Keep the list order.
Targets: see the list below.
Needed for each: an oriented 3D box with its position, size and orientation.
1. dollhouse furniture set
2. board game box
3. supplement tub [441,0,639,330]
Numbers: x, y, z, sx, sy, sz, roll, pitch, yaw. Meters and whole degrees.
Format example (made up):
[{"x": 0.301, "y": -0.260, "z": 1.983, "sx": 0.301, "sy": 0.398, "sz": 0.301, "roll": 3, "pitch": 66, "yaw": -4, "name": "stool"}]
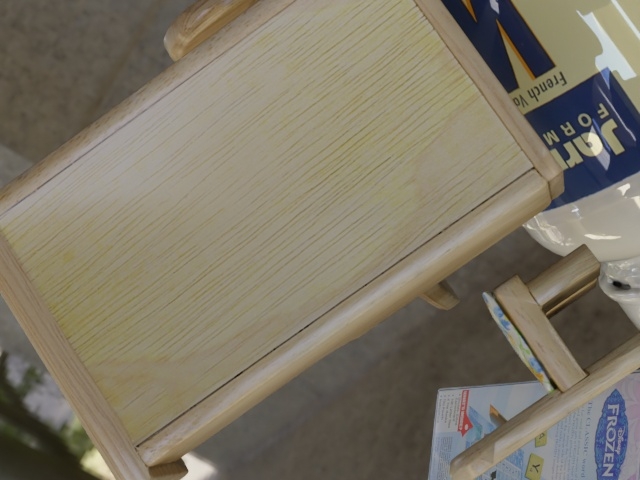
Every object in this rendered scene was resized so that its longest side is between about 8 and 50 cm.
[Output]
[{"x": 0.000, "y": 0.000, "z": 0.533, "sx": 0.161, "sy": 0.212, "sz": 0.242, "roll": -35, "pitch": -12, "yaw": 5, "name": "dollhouse furniture set"}, {"x": 0.196, "y": 0.282, "z": 1.232, "sx": 0.318, "sy": 0.066, "sz": 0.319, "roll": -16, "pitch": 64, "yaw": 61, "name": "board game box"}, {"x": 0.152, "y": -0.138, "z": 0.708, "sx": 0.235, "sy": 0.325, "sz": 0.235, "roll": -36, "pitch": 7, "yaw": 5, "name": "supplement tub"}]
